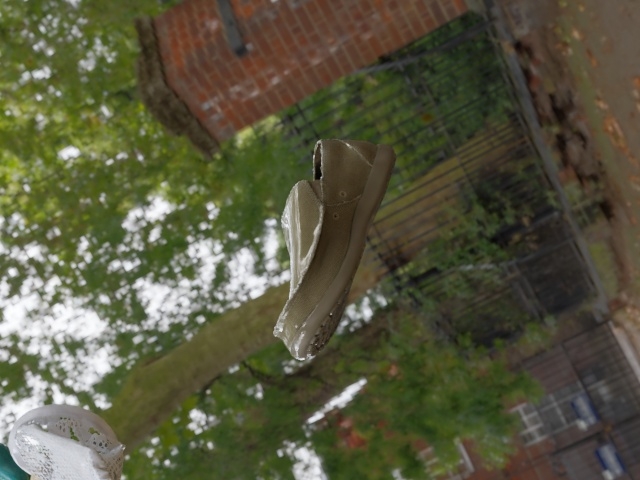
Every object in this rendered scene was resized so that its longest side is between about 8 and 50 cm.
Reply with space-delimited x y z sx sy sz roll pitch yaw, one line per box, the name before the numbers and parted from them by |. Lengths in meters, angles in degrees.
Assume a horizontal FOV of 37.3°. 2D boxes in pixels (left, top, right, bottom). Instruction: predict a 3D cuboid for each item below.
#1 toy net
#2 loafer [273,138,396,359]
toy net | -0.171 0.126 0.556 0.045 0.232 0.122 -33 -87 -42
loafer | 0.000 0.000 0.515 0.056 0.050 0.148 105 -175 -48
